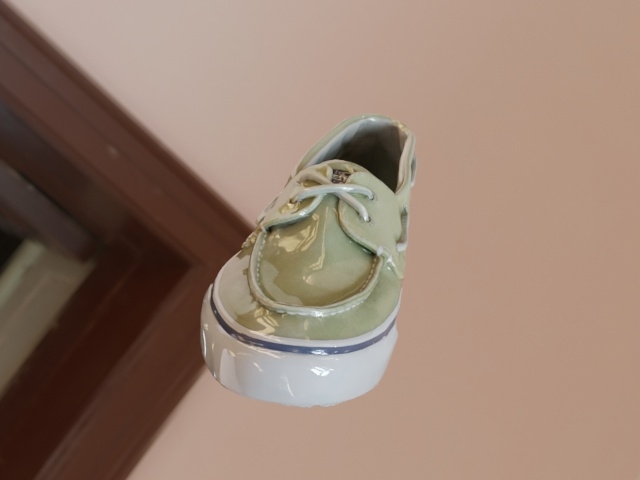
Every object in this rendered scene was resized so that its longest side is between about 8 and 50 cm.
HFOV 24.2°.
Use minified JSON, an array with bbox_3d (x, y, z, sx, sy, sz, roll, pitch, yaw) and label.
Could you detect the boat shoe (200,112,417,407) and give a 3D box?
[{"bbox_3d":[0.000,0.000,0.860,0.302,0.109,0.094,-68,167,-69],"label":"boat shoe"}]
